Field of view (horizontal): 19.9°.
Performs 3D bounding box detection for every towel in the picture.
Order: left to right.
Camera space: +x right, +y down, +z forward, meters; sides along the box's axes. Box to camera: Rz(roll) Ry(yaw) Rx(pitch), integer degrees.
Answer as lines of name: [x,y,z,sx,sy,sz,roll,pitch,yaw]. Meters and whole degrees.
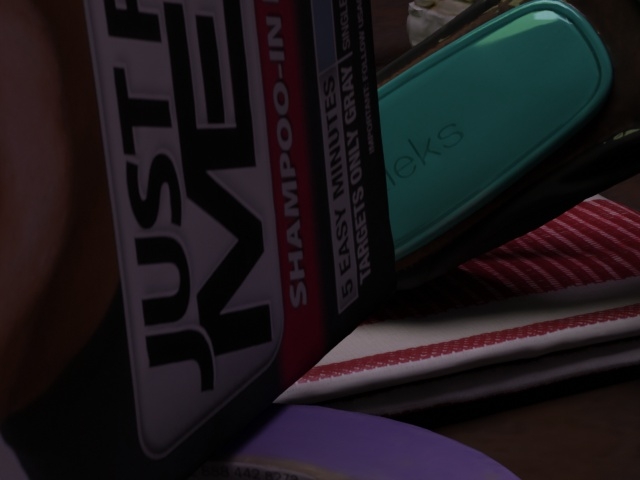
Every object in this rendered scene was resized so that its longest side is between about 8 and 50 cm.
towel: [0.000,0.000,0.756,0.237,0.037,0.329,-10,21,-18]

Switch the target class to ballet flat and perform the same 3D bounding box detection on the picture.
ballet flat: [0.112,-0.071,0.625,0.280,0.095,0.096,-27,-11,20]

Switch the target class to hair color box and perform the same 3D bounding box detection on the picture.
hair color box: [-0.114,-0.010,0.346,0.114,0.185,0.374,5,22,27]

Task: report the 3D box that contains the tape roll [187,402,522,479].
tape roll: [-0.038,0.109,0.387,0.189,0.080,0.189,-5,19,2]

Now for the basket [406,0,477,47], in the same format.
basket: [0.259,-0.225,0.974,0.328,0.266,0.331,-16,23,-30]
